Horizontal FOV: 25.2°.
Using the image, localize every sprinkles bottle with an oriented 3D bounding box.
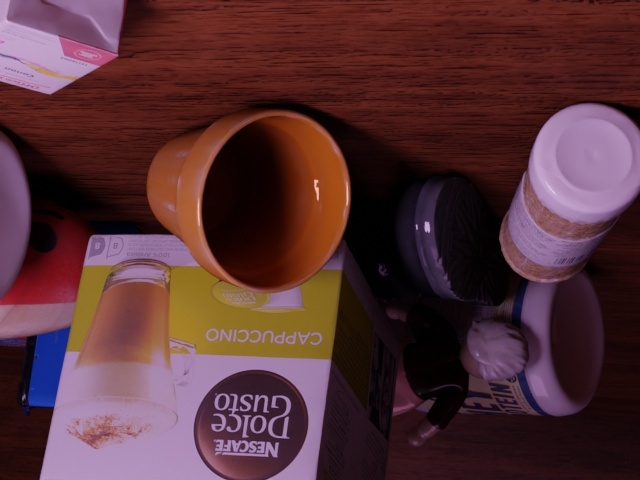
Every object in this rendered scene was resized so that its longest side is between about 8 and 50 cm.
[{"bbox_3d":[0.280,-0.044,1.629,0.121,0.121,0.355,6,166,2],"label":"sprinkles bottle"}]

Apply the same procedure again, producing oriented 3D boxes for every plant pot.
[{"bbox_3d":[-0.100,-0.056,1.651,0.205,0.205,0.188,17,178,-36],"label":"plant pot"}]

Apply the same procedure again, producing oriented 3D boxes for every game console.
[{"bbox_3d":[-0.380,0.131,2.269,0.250,0.293,0.173,1,166,19],"label":"game console"}]

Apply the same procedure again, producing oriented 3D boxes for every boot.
[{"bbox_3d":[0.001,0.001,1.935,0.445,0.146,0.367,6,165,21],"label":"boot"}]

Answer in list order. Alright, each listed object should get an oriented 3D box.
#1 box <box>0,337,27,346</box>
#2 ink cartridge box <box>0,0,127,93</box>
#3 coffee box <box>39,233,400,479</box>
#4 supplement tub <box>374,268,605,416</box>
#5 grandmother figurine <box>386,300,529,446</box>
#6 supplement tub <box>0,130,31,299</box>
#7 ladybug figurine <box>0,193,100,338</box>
[{"bbox_3d":[-0.571,0.129,2.682,0.257,0.128,0.122,3,165,15],"label":"box"},{"bbox_3d":[-0.284,-0.198,1.385,0.115,0.067,0.198,15,164,-31],"label":"ink cartridge box"},{"bbox_3d":[-0.109,0.214,1.812,0.338,0.334,0.338,1,154,15],"label":"coffee box"},{"bbox_3d":[0.240,0.146,2.162,0.325,0.235,0.235,-4,163,35],"label":"supplement tub"},{"bbox_3d":[0.140,0.183,2.037,0.342,0.208,0.104,-18,178,34],"label":"grandmother figurine"},{"bbox_3d":[-0.562,-0.033,1.806,0.331,0.241,0.241,2,165,18],"label":"supplement tub"},{"bbox_3d":[-0.496,0.022,2.041,0.449,0.162,0.305,3,-157,9],"label":"ladybug figurine"}]
